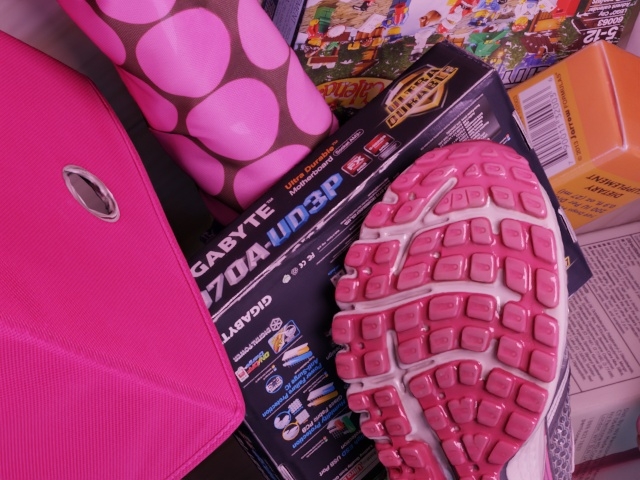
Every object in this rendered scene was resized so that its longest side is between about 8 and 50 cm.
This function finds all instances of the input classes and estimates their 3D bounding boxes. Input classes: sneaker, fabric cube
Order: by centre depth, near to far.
[{"bbox_3d":[-0.241,0.033,0.955,0.259,0.254,0.258,-41,142,17],"label":"fabric cube"},{"bbox_3d":[0.076,0.091,1.050,0.112,0.120,0.299,-42,135,-64],"label":"sneaker"}]

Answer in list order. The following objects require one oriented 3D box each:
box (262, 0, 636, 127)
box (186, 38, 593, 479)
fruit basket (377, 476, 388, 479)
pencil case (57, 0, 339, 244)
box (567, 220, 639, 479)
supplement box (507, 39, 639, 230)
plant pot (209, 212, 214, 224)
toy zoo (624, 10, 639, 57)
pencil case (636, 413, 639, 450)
[{"bbox_3d":[0.080,-0.143,1.144,0.233,0.044,0.159,-10,141,-26],"label":"box"},{"bbox_3d":[0.033,0.026,1.078,0.220,0.051,0.175,-42,133,-11],"label":"box"},{"bbox_3d":[0.103,0.355,1.338,0.283,0.392,0.392,12,142,8],"label":"fruit basket"},{"bbox_3d":[-0.070,-0.093,1.035,0.095,0.098,0.209,-48,134,-18],"label":"pencil case"},{"bbox_3d":[0.215,0.083,1.439,0.232,0.149,0.127,-12,142,-24],"label":"box"},{"bbox_3d":[0.108,-0.034,1.215,0.233,0.080,0.078,-27,153,38],"label":"supplement box"},{"bbox_3d":[0.000,0.000,1.162,0.109,0.109,0.096,-15,179,44],"label":"plant pot"},{"bbox_3d":[0.273,-0.172,1.219,0.192,0.030,0.293,-27,149,-31],"label":"toy zoo"},{"bbox_3d":[0.340,-0.011,1.252,0.160,0.167,0.386,16,102,-33],"label":"pencil case"}]
